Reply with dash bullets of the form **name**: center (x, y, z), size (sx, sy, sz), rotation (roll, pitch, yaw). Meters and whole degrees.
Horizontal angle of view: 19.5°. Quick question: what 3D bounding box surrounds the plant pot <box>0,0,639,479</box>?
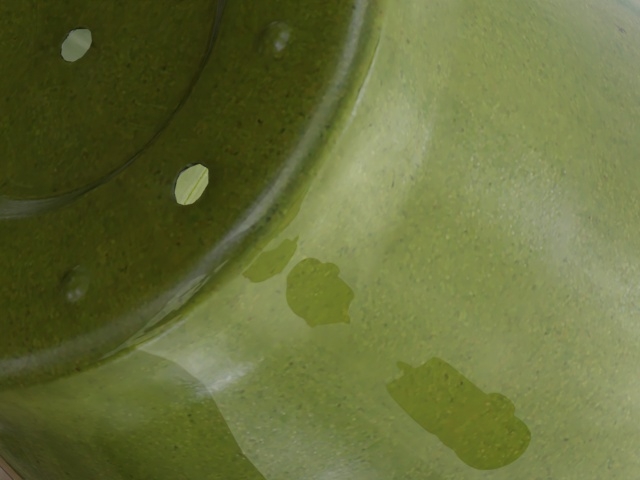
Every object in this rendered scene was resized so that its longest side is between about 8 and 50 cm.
- **plant pot**: center (0.000, 0.000, 0.720), size (0.353, 0.366, 0.367), rotation (36, 66, -51)
